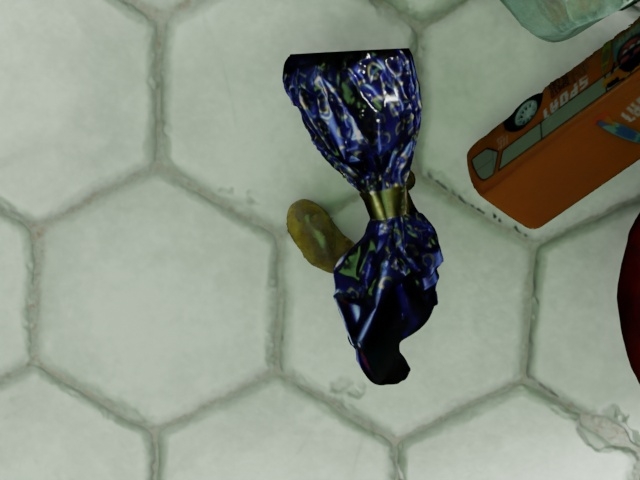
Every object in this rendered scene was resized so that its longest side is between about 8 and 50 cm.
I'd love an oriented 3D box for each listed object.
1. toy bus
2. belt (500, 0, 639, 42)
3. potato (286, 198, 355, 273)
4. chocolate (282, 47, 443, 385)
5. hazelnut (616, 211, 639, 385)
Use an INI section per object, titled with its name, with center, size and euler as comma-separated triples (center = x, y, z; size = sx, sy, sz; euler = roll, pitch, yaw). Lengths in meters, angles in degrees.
[toy bus]
center = 0.298, -0.146, 1.471
size = 0.093, 0.092, 0.409
euler = 32, 130, -25
[belt]
center = 0.266, -0.285, 1.446
size = 0.257, 0.207, 0.150
euler = -32, 99, 6
[potato]
center = 0.000, 0.000, 1.630
size = 0.092, 0.045, 0.046
euler = 48, 61, -13
[chocolate]
center = 0.060, -0.025, 1.570
size = 0.126, 0.148, 0.343
euler = -4, 105, 29
[hazelnut]
center = 0.482, 0.038, 1.445
size = 0.429, 0.402, 0.402
euler = -43, 100, -3
